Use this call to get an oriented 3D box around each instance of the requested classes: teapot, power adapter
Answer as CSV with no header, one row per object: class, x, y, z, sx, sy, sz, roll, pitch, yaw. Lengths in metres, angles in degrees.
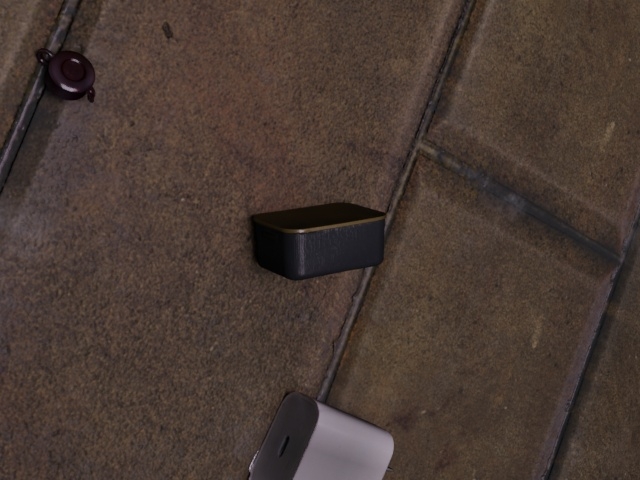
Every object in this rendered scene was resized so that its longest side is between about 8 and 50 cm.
teapot,-0.359,-0.233,1.200,0.100,0.045,0.068,39,52,-13
power adapter,0.027,0.398,1.498,0.255,0.124,0.187,30,82,-32

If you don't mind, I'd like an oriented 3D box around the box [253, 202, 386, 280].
box,0.000,0.000,1.408,0.201,0.144,0.090,-9,106,-33
